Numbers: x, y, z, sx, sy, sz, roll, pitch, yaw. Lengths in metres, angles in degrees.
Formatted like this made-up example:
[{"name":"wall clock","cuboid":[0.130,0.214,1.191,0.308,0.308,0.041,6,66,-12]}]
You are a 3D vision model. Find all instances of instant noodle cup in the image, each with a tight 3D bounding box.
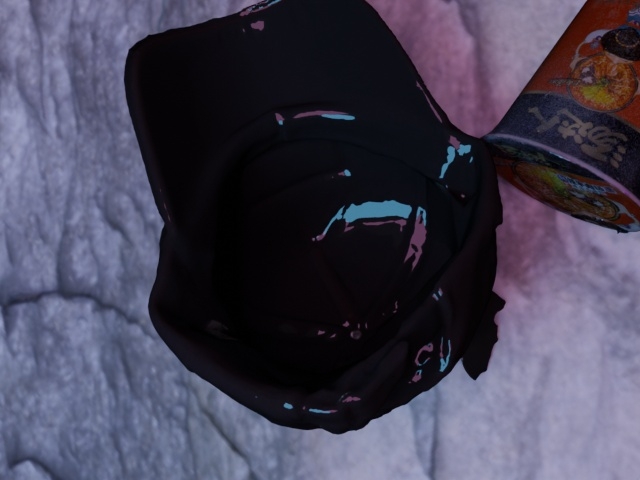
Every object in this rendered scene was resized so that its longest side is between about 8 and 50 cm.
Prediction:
[{"name":"instant noodle cup","cuboid":[0.191,-0.093,0.546,0.127,0.127,0.135,29,86,17]}]

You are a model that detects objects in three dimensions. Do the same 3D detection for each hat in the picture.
[{"name":"hat","cuboid":[-0.005,-0.006,0.590,0.238,0.209,0.336,-19,61,-5]}]
